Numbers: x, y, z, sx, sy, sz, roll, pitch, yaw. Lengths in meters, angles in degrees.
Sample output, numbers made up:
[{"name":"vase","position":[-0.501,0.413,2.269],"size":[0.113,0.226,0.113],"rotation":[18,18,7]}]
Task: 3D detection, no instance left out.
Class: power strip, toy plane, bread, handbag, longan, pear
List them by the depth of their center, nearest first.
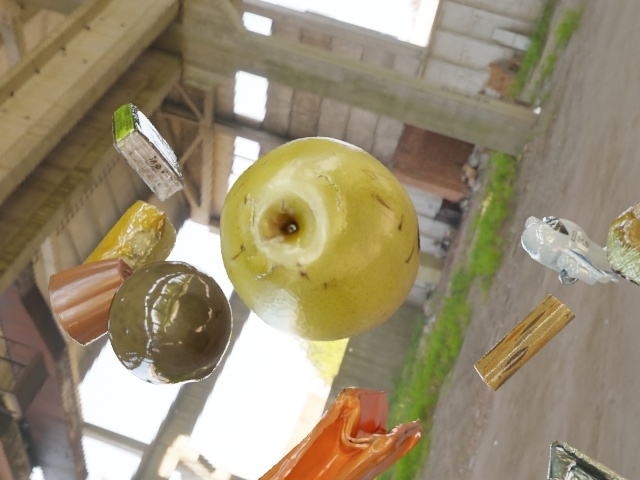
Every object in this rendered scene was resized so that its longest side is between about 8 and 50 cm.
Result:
[{"name":"bread","position":[0.465,0.005,1.045],"size":[0.128,0.140,0.069],"rotation":[-56,-6,-30]},{"name":"handbag","position":[0.017,0.377,1.240],"size":[0.303,0.116,0.410],"rotation":[-46,-18,1]},{"name":"pear","position":[0.000,0.000,1.282],"size":[0.348,0.348,0.348],"rotation":[18,-90,-84]},{"name":"power strip","position":[0.479,0.449,1.331],"size":[0.064,0.198,0.213],"rotation":[-51,-31,-19]},{"name":"longan","position":[-0.294,0.167,1.525],"size":[0.258,0.258,0.258],"rotation":[18,-90,-84]},{"name":"toy plane","position":[0.573,0.021,1.751],"size":[0.123,0.266,0.267],"rotation":[-63,-2,22]},{"name":"bread","position":[-0.568,0.077,2.198],"size":[0.375,0.165,0.236],"rotation":[-53,-8,-20]}]

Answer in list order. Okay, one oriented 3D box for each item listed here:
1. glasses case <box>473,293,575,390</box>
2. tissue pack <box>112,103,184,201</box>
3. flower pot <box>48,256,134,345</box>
[{"name":"glasses case","position":[0.319,0.161,1.202],"size":[0.170,0.041,0.064],"rotation":[-45,9,6]},{"name":"tissue pack","position":[-0.388,-0.202,1.718],"size":[0.073,0.173,0.235],"rotation":[-37,29,3]},{"name":"flower pot","position":[-0.531,0.135,1.849],"size":[0.190,0.173,0.191],"rotation":[-24,-90,-88]}]
